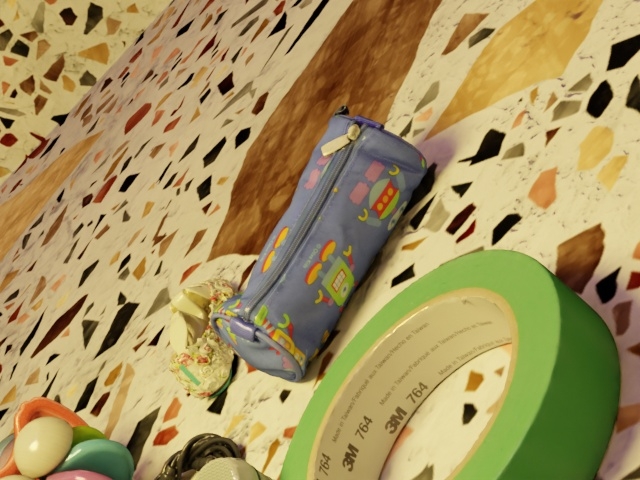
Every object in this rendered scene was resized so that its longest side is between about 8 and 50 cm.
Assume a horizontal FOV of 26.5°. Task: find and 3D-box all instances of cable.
[{"bbox_3d":[-0.162,0.280,1.452,0.184,0.047,0.150,-39,26,28],"label":"cable"}]

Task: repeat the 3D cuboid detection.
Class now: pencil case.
[{"bbox_3d":[0.000,0.000,1.469,0.119,0.133,0.306,20,70,31],"label":"pencil case"}]

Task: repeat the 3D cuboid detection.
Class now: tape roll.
[{"bbox_3d":[0.098,0.157,1.121,0.321,0.077,0.321,-40,24,23],"label":"tape roll"}]

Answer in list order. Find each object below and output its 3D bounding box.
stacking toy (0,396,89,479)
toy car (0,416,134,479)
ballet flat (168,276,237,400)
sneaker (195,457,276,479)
[{"bbox_3d":[-0.420,0.318,1.592,0.130,0.279,0.309,-26,32,56],"label":"stacking toy"},{"bbox_3d":[-0.272,0.291,1.509,0.136,0.159,0.182,-5,48,42],"label":"toy car"},{"bbox_3d":[-0.147,0.100,1.657,0.091,0.077,0.241,-45,23,15],"label":"ballet flat"},{"bbox_3d":[-0.051,0.312,1.156,0.094,0.091,0.258,-27,54,38],"label":"sneaker"}]
